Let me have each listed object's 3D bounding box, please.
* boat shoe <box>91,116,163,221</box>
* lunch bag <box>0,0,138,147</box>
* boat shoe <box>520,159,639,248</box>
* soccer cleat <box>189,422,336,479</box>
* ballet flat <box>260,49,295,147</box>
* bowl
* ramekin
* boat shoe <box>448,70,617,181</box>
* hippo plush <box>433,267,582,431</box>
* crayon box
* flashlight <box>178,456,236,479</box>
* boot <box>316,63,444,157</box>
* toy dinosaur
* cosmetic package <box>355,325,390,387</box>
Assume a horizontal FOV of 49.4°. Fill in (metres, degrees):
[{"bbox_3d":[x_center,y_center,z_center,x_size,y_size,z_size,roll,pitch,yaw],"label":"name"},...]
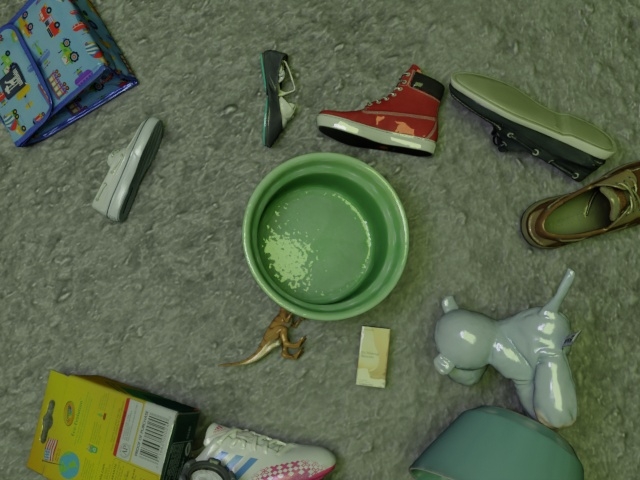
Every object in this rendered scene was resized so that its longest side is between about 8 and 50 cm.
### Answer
[{"bbox_3d":[-0.394,-0.152,1.395,0.076,0.083,0.226,23,87,4],"label":"boat shoe"},{"bbox_3d":[-0.565,-0.344,1.419,0.293,0.138,0.221,-33,84,12],"label":"lunch bag"},{"bbox_3d":[0.546,-0.065,1.314,0.324,0.120,0.122,-24,89,1],"label":"boat shoe"},{"bbox_3d":[-0.140,0.407,1.307,0.331,0.116,0.143,-11,87,3],"label":"soccer cleat"},{"bbox_3d":[-0.084,-0.288,1.402,0.074,0.074,0.203,-3,82,3],"label":"ballet flat"},{"bbox_3d":[0.328,0.402,1.212,0.312,0.311,0.163,28,71,5],"label":"bowl"},{"bbox_3d":[0.000,0.000,1.297,0.304,0.148,0.303,2,82,-11],"label":"ramekin"},{"bbox_3d":[0.391,-0.214,1.350,0.340,0.113,0.127,22,41,-3],"label":"boat shoe"},{"bbox_3d":[0.321,0.216,1.237,0.237,0.294,0.234,-1,62,11],"label":"hippo plush"},{"bbox_3d":[-0.394,0.374,1.309,0.319,0.081,0.202,12,85,26],"label":"crayon box"},{"bbox_3d":[-0.233,0.531,1.239,0.103,0.103,0.304,17,113,-5],"label":"flashlight"},{"bbox_3d":[0.120,-0.272,1.382,0.244,0.088,0.176,9,84,-4],"label":"boot"},{"bbox_3d":[-0.090,0.193,1.364,0.112,0.064,0.211,31,76,18],"label":"toy dinosaur"},{"bbox_3d":[0.102,0.225,1.351,0.060,0.041,0.115,4,85,4],"label":"cosmetic package"}]
